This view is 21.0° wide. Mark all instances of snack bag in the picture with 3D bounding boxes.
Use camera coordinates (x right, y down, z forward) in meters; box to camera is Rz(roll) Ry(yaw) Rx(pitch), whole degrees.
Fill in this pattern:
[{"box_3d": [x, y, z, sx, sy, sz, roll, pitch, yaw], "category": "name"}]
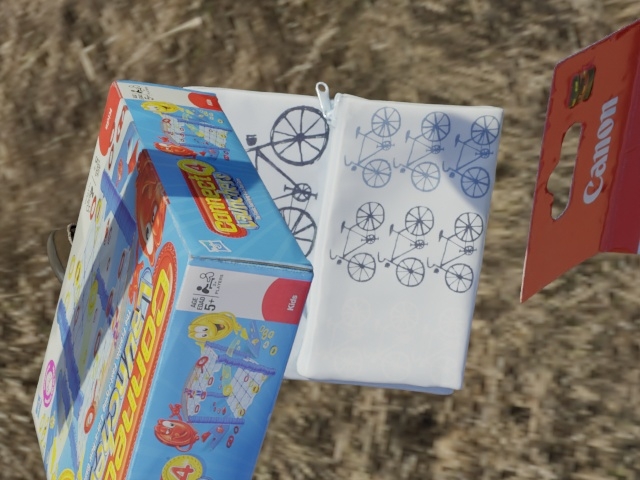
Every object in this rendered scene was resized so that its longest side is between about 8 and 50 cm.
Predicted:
[{"box_3d": [0.000, 0.000, 1.766, 0.343, 0.037, 0.323, 6, 109, -7], "category": "snack bag"}]

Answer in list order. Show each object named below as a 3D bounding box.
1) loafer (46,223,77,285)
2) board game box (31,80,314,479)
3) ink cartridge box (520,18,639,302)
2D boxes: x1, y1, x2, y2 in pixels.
[{"box_3d": [-0.190, 0.050, 1.737, 0.078, 0.220, 0.080, -51, 154, 12], "category": "loafer"}, {"box_3d": [-0.121, 0.081, 1.259, 0.086, 0.302, 0.308, 8, 113, -20], "category": "board game box"}, {"box_3d": [0.379, -0.105, 1.738, 0.385, 0.091, 0.308, -27, 139, -30], "category": "ink cartridge box"}]
